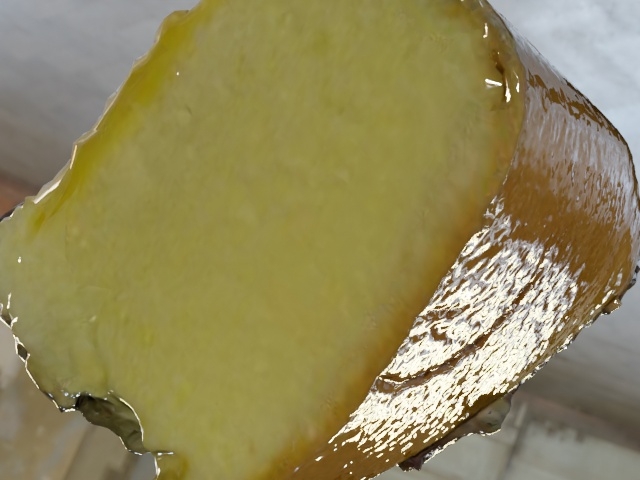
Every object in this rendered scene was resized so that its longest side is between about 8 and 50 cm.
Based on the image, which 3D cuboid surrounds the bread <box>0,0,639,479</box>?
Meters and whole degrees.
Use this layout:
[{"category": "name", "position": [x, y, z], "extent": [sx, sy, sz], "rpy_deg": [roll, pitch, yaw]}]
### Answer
[{"category": "bread", "position": [0.000, 0.000, 0.437], "extent": [0.140, 0.160, 0.169], "rpy_deg": [48, -170, 28]}]
